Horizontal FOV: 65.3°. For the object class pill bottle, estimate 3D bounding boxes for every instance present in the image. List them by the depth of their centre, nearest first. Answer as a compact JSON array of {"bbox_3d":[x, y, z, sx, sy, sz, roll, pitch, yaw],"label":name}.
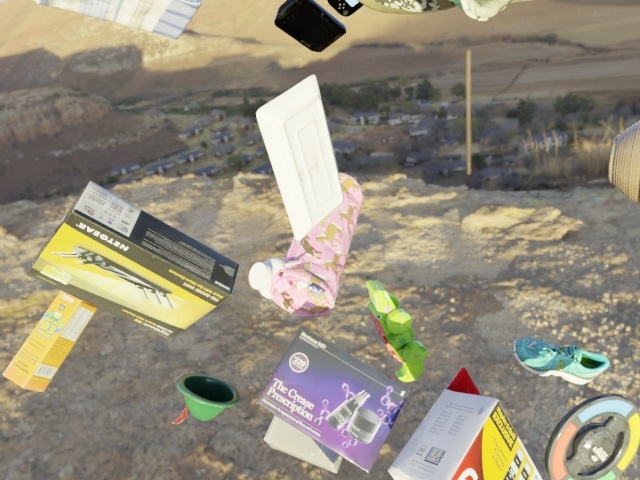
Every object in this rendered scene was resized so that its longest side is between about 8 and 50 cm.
[{"bbox_3d":[-0.122,0.140,1.759,0.146,0.146,0.264,16,0,44],"label":"pill bottle"}]

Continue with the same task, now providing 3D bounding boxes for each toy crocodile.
[{"bbox_3d":[0.198,0.244,1.342,0.105,0.340,0.115,-30,32,-1],"label":"toy crocodile"}]

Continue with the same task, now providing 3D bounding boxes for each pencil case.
[{"bbox_3d":[0.000,0.000,1.272,0.160,0.167,0.385,16,53,4],"label":"pencil case"}]

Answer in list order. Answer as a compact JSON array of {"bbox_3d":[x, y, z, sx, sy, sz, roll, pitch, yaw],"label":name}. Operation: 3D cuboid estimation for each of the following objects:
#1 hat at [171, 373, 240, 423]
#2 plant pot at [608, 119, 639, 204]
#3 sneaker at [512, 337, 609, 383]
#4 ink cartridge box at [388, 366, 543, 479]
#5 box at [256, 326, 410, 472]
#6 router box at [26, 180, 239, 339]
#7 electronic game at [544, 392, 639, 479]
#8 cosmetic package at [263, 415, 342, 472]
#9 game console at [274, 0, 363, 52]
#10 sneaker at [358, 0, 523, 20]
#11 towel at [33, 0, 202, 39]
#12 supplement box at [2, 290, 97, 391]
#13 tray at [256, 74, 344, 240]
[{"bbox_3d":[-0.322,0.471,1.325,0.173,0.183,0.208,21,2,4],"label":"hat"},{"bbox_3d":[0.754,-0.191,1.178,0.110,0.237,0.237,12,33,38],"label":"plant pot"},{"bbox_3d":[0.666,0.319,1.389,0.276,0.110,0.106,14,56,-11],"label":"sneaker"},{"bbox_3d":[0.313,0.444,0.941,0.272,0.309,0.130,-44,21,-31],"label":"ink cartridge box"},{"bbox_3d":[0.025,0.328,1.049,0.261,0.103,0.184,29,72,7],"label":"box"},{"bbox_3d":[-0.351,0.055,0.945,0.243,0.309,0.080,-35,34,37],"label":"router box"},{"bbox_3d":[0.553,0.412,1.007,0.230,0.229,0.048,-16,20,-12],"label":"electronic game"},{"bbox_3d":[-0.041,0.617,1.563,0.238,0.107,0.127,12,58,20],"label":"cosmetic package"},{"bbox_3d":[0.047,-0.717,1.499,0.362,0.043,0.213,-26,-28,35],"label":"game console"},{"bbox_3d":[0.118,-0.217,0.329,0.182,0.158,0.410,-43,30,-19],"label":"sneaker"},{"bbox_3d":[-0.386,-0.458,0.947,0.285,0.034,0.209,5,-5,-31],"label":"towel"},{"bbox_3d":[-0.649,0.239,1.209,0.078,0.080,0.233,21,70,20],"label":"supplement box"},{"bbox_3d":[-0.018,-0.137,0.886,0.030,0.270,0.145,23,52,39],"label":"tray"}]
